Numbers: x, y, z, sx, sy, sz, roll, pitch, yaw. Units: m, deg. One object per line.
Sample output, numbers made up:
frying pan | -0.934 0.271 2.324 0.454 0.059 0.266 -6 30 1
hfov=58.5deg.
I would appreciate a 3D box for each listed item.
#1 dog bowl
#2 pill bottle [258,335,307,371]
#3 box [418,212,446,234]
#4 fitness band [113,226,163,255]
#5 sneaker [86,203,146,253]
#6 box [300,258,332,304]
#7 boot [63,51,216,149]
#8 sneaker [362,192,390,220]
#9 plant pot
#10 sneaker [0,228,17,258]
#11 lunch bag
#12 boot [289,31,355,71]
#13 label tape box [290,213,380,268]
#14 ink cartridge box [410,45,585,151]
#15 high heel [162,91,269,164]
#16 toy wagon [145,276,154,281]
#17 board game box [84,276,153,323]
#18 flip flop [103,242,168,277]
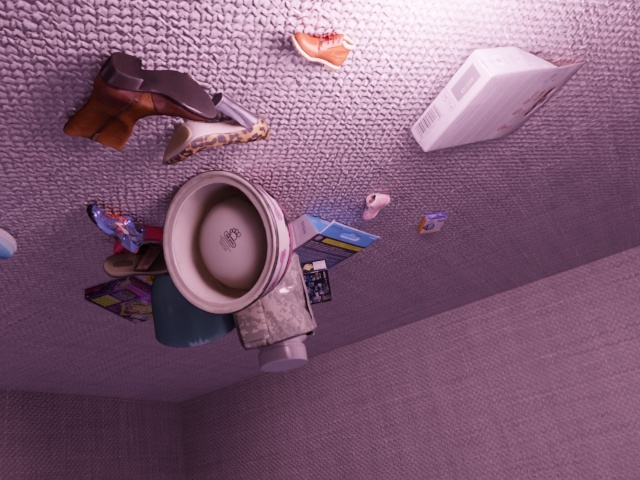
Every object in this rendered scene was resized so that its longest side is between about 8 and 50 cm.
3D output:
dog bowl | -0.258 0.004 1.660 0.408 0.408 0.150 -26 170 27
pill bottle | -0.177 0.314 2.306 0.224 0.392 0.224 -10 154 -5
box | 0.432 -0.068 2.203 0.081 0.028 0.136 -7 152 -10
fitness band | -0.568 0.035 1.952 0.209 0.054 0.291 -22 154 20
sneaker | -0.617 -0.051 1.736 0.087 0.083 0.221 -51 142 -9
box | -0.052 0.167 2.141 0.175 0.051 0.220 -11 142 -1
boot | -0.414 -0.277 1.316 0.264 0.096 0.280 10 148 -39
sneaker | 0.171 -0.119 1.958 0.070 0.051 0.134 9 144 -34
plant pot | -0.439 0.185 1.940 0.293 0.235 0.293 -7 -160 3
sneaker | -1.003 0.046 1.602 0.127 0.208 0.319 -22 153 18
lunch bag | -0.165 0.201 1.937 0.256 0.305 0.212 -13 -178 1
boot | 0.006 -0.427 1.239 0.158 0.059 0.084 4 149 -47
label tape box | 0.000 0.000 2.061 0.249 0.115 0.348 15 142 -43
ink cartridge box | 0.473 -0.386 1.535 0.385 0.091 0.308 -17 160 -31
high heel | -0.262 -0.242 1.450 0.261 0.093 0.186 -36 141 25
toy wagon | -0.499 0.156 2.167 0.267 0.068 0.344 -32 161 36
board game box | -0.753 0.245 2.305 0.208 0.056 0.347 -13 153 12
flip flop | -0.563 0.052 1.837 0.277 0.112 0.080 -8 139 -3
